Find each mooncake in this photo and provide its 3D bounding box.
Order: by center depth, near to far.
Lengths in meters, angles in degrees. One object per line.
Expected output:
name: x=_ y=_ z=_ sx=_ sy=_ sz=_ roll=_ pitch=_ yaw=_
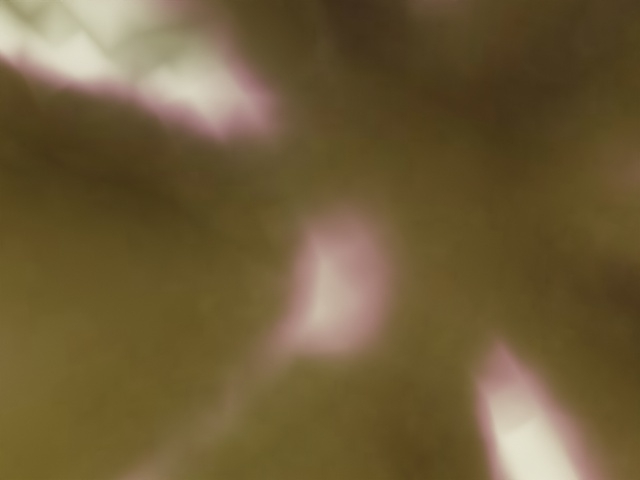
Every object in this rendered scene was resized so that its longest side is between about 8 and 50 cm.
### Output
mooncake: x=0.000 y=0.000 z=0.645 sx=0.467 sy=0.262 sz=0.467 roll=2 pitch=84 yaw=-16
